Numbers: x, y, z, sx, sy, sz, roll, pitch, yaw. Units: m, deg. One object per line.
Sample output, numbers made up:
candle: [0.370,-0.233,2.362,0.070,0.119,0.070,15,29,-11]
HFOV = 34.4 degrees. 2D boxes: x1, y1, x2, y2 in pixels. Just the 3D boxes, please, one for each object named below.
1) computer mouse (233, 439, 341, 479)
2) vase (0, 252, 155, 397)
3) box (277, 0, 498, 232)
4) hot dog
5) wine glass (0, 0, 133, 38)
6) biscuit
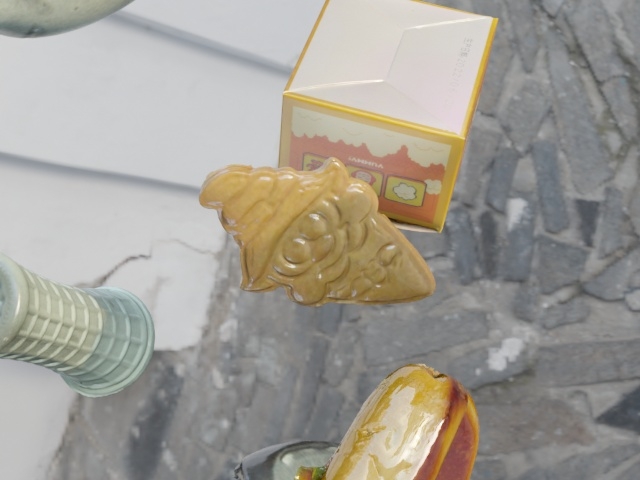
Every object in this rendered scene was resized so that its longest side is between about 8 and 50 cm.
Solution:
computer mouse: [0.062,0.287,0.921,0.114,0.373,0.203,-52,39,18]
vase: [-0.315,0.095,1.181,0.143,0.299,0.143,-4,76,15]
box: [0.098,-0.197,1.525,0.259,0.284,0.214,14,139,8]
hot dog: [0.007,0.176,0.529,0.076,0.104,0.250,20,74,30]
wine glass: [-0.214,-0.211,0.717,0.190,0.190,0.357,-11,34,39]
biscuit: [0.000,0.000,0.998,0.035,0.250,0.162,-87,23,-61]
